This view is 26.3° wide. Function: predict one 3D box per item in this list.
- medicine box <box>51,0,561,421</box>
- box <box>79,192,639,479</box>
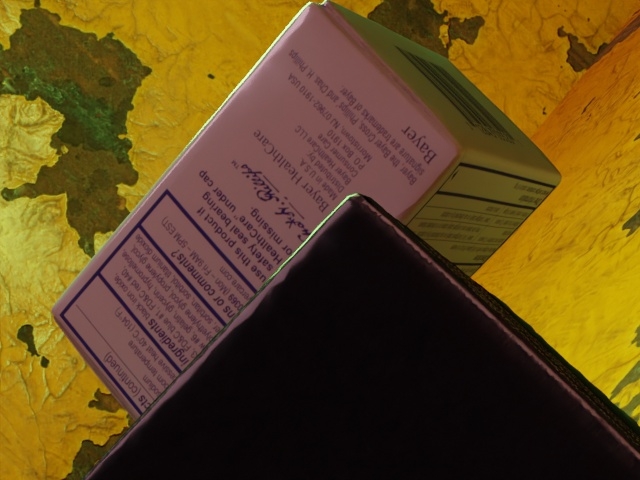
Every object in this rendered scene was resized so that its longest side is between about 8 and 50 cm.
[{"bbox_3d":[0.000,0.000,0.991,0.289,0.149,0.263,-47,-18,15],"label":"medicine box"},{"bbox_3d":[0.013,0.269,0.889,0.480,0.297,0.472,-47,-19,4],"label":"box"}]
